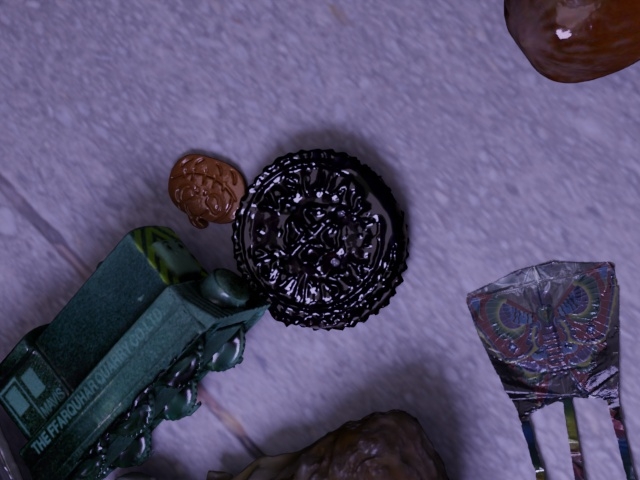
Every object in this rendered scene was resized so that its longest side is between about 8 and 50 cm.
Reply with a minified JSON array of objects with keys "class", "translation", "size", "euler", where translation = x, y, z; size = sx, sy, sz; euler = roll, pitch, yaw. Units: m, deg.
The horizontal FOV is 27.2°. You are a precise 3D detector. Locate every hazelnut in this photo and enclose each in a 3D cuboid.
[{"class":"hazelnut","translation":[0.253,-0.232,1.211],"size":[0.182,0.182,0.182],"euler":[0,92,18]}]

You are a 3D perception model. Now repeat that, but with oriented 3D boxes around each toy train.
[{"class":"toy train","translation":[-0.212,0.123,1.378],"size":[0.178,0.138,0.330],"euler":[49,113,15]}]

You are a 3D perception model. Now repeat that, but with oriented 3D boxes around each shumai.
[{"class":"shumai","translation":[-0.011,0.325,1.292],"size":[0.283,0.217,0.346],"euler":[8,96,17]}]

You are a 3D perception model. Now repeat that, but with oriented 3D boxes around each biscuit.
[{"class":"biscuit","translation":[0.000,0.000,1.366],"size":[0.194,0.053,0.194],"euler":[0,91,19]},{"class":"biscuit","translation":[-0.123,-0.051,1.424],"size":[0.091,0.015,0.078],"euler":[17,96,17]}]

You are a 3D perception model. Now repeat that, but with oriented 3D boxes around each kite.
[{"class":"kite","translation":[0.246,0.164,1.310],"size":[0.152,0.015,0.285],"euler":[-15,87,18]}]

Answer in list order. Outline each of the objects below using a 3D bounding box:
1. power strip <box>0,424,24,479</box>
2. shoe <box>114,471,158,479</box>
[{"class":"power strip","translation":[-0.396,0.313,1.436],"size":[0.257,0.092,0.251],"euler":[-29,80,45]},{"class":"shoe","translation":[-0.185,0.356,1.314],"size":[0.316,0.159,0.124],"euler":[33,134,51]}]
